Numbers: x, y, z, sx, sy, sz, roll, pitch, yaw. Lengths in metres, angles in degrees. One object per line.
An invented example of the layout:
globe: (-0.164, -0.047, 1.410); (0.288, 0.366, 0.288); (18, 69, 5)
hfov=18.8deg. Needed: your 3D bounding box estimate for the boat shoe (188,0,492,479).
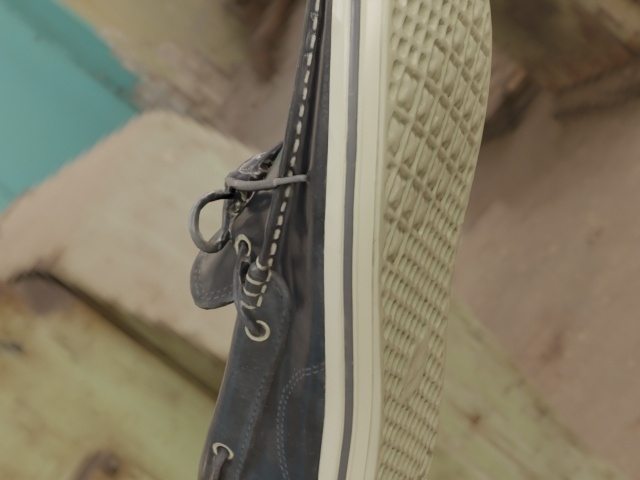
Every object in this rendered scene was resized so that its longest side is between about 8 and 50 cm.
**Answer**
boat shoe: (0.000, 0.000, 1.202); (0.187, 0.156, 0.500); (-47, -31, -49)
